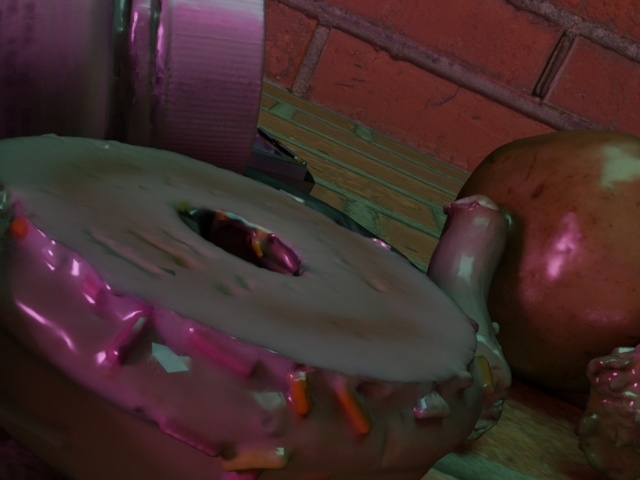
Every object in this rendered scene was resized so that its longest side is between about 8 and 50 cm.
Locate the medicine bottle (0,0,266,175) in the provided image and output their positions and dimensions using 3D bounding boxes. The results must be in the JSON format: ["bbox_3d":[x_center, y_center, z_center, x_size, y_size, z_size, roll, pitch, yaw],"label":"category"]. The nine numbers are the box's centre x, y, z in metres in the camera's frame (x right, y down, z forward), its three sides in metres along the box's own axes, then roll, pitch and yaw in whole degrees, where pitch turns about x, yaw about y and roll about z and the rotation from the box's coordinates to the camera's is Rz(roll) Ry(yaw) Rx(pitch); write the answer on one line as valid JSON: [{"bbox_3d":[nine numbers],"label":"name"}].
[{"bbox_3d":[-0.226,-0.166,0.725,0.325,0.256,0.256,2,21,-14],"label":"medicine bottle"}]

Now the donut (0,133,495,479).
[{"bbox_3d":[-0.075,0.054,0.549,0.383,0.142,0.382,22,14,-6],"label":"donut"}]

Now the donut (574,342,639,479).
[{"bbox_3d":[0.382,0.234,0.641,0.307,0.150,0.371,22,15,-14],"label":"donut"}]

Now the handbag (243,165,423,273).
[{"bbox_3d":[0.002,0.001,0.929,0.332,0.075,0.192,30,-4,34],"label":"handbag"}]

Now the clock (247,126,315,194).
[{"bbox_3d":[-0.148,-0.126,1.164,0.253,0.083,0.186,12,20,-38],"label":"clock"}]

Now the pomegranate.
[{"bbox_3d":[0.298,0.015,0.957,0.333,0.332,0.332,23,15,-7],"label":"pomegranate"}]

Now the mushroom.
[{"bbox_3d":[0.134,0.067,0.772,0.099,0.096,0.278,17,47,-1],"label":"mushroom"}]
